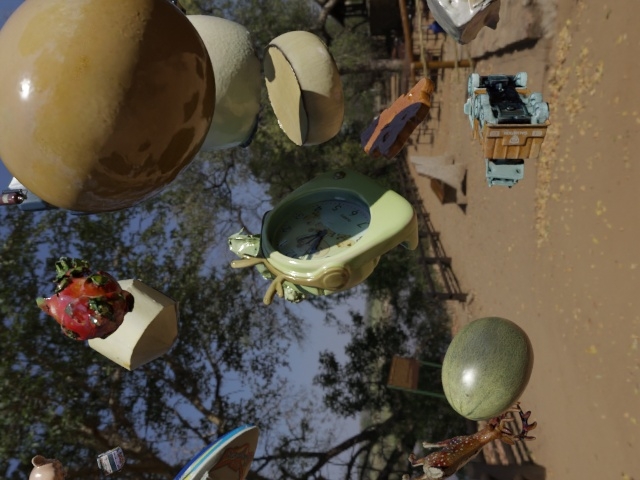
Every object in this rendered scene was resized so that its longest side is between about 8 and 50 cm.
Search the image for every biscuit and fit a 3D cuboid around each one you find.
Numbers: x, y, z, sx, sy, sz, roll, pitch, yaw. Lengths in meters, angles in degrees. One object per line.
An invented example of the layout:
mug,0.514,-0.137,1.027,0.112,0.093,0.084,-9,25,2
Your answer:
biscuit,0.210,-0.332,1.368,0.283,0.043,0.306,-61,21,-14

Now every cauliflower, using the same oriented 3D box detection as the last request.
cauliflower,-0.068,0.043,1.304,0.281,0.261,0.326,-24,-49,-47

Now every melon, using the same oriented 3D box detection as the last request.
melon,0.197,0.150,0.563,0.130,0.098,0.098,-48,-26,-23

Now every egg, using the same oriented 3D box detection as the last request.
egg,-0.317,-0.214,0.707,0.300,0.302,0.373,83,-164,-49
egg,-0.370,-0.413,1.255,0.355,0.340,0.353,21,114,58

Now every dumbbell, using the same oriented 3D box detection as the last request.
dumbbell,-0.804,-0.156,1.475,0.159,0.144,0.325,-64,-4,2

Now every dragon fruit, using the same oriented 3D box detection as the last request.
dragon fruit,-0.604,0.134,1.206,0.269,0.198,0.200,58,138,12

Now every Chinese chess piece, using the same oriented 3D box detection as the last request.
Chinese chess piece,-0.042,-0.339,1.073,0.249,0.103,0.249,55,158,34

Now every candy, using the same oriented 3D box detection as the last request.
candy,0.379,-0.633,1.253,0.184,0.137,0.195,53,-163,7

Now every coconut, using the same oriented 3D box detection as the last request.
coconut,-0.658,0.300,1.691,0.323,0.324,0.322,0,-90,-84

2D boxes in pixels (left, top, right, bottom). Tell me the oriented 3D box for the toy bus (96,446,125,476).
toy bus,-0.517,0.548,1.173,0.052,0.058,0.102,67,156,9

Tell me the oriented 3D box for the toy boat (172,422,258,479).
toy boat,-0.204,0.443,0.812,0.295,0.088,0.129,-51,-49,-23

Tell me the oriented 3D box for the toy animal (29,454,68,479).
toy animal,-0.620,0.553,1.057,0.083,0.089,0.150,-51,34,13

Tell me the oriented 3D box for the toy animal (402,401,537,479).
toy animal,0.314,0.451,1.016,0.087,0.244,0.260,57,141,9

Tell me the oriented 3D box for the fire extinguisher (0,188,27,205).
fire extinguisher,-0.772,-0.106,1.162,0.049,0.173,0.035,-49,-46,-59

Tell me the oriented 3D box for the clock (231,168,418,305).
clock,0.000,0.000,0.849,0.235,0.308,0.096,40,155,40

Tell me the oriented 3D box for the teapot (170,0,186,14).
teapot,-0.350,-0.489,0.931,0.096,0.178,0.087,6,87,61

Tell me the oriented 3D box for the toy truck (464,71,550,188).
toy truck,0.414,-0.272,1.099,0.338,0.133,0.184,-77,-14,-53
